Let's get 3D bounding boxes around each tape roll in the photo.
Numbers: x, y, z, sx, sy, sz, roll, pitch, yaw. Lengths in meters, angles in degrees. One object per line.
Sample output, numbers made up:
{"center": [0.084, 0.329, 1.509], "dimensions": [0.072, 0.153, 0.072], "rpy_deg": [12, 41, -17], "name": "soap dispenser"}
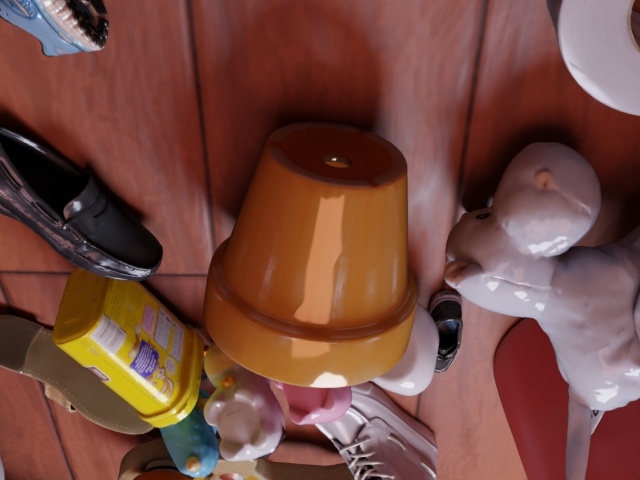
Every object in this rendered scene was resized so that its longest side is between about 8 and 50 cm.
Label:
{"center": [0.289, -0.201, 0.710], "dimensions": [0.219, 0.072, 0.219], "rpy_deg": [-1, 137, -1], "name": "tape roll"}

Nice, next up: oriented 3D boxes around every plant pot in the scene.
{"center": [0.345, 0.231, 1.054], "dimensions": [0.274, 0.243, 0.275], "rpy_deg": [1, 137, 0], "name": "plant pot"}
{"center": [0.000, 0.000, 0.853], "dimensions": [0.205, 0.205, 0.188], "rpy_deg": [6, 122, -6], "name": "plant pot"}

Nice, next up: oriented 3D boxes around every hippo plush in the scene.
{"center": [0.248, 0.026, 0.902], "dimensions": [0.236, 0.234, 0.294], "rpy_deg": [34, 118, 7], "name": "hippo plush"}

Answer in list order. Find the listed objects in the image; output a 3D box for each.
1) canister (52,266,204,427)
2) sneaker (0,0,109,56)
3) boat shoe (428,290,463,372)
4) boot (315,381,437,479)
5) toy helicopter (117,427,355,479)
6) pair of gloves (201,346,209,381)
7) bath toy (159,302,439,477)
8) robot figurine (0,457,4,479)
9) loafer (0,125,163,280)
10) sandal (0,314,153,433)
{"center": [-0.209, 0.110, 1.010], "dimensions": [0.073, 0.126, 0.170], "rpy_deg": [-21, 131, 22], "name": "canister"}
{"center": [-0.241, -0.201, 0.718], "dimensions": [0.073, 0.063, 0.162], "rpy_deg": [-17, 135, 22], "name": "sneaker"}
{"center": [0.143, 0.118, 1.079], "dimensions": [0.049, 0.040, 0.142], "rpy_deg": [-1, 137, 1], "name": "boat shoe"}
{"center": [0.067, 0.273, 1.186], "dimensions": [0.258, 0.123, 0.095], "rpy_deg": [34, 128, -31], "name": "boot"}
{"center": [-0.096, 0.336, 1.250], "dimensions": [0.355, 0.140, 0.235], "rpy_deg": [6, 140, -10], "name": "toy helicopter"}
{"center": [-0.177, 0.154, 1.141], "dimensions": [0.083, 0.010, 0.074], "rpy_deg": [3, 136, -7], "name": "pair of gloves"}
{"center": [-0.019, 0.156, 1.061], "dimensions": [0.348, 0.151, 0.129], "rpy_deg": [-24, 167, 19], "name": "bath toy"}
{"center": [-0.566, 0.315, 1.174], "dimensions": [0.353, 0.200, 0.300], "rpy_deg": [18, 164, -19], "name": "robot figurine"}
{"center": [-0.241, -0.032, 0.889], "dimensions": [0.223, 0.076, 0.078], "rpy_deg": [36, 134, -28], "name": "loafer"}
{"center": [-0.309, 0.159, 1.118], "dimensions": [0.240, 0.088, 0.079], "rpy_deg": [32, 161, -21], "name": "sandal"}
